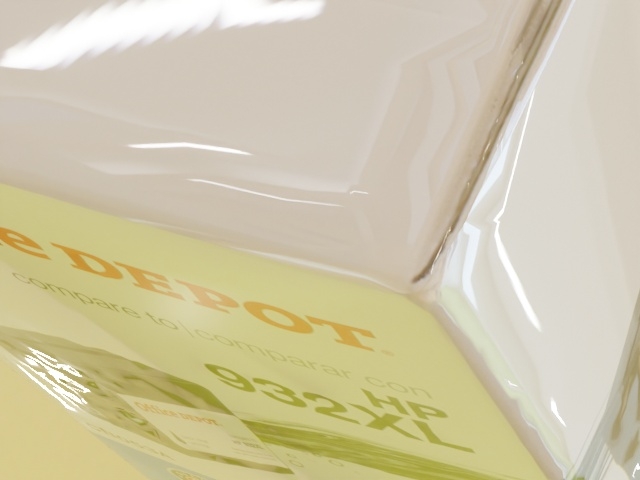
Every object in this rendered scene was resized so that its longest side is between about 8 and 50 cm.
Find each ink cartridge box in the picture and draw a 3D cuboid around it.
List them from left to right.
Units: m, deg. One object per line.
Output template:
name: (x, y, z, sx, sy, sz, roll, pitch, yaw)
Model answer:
ink cartridge box: (0.000, 0.000, 0.495, 0.223, 0.129, 0.307, 15, -20, 28)
